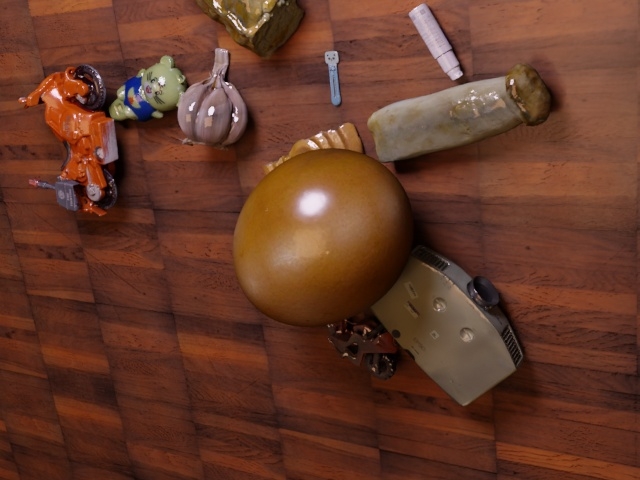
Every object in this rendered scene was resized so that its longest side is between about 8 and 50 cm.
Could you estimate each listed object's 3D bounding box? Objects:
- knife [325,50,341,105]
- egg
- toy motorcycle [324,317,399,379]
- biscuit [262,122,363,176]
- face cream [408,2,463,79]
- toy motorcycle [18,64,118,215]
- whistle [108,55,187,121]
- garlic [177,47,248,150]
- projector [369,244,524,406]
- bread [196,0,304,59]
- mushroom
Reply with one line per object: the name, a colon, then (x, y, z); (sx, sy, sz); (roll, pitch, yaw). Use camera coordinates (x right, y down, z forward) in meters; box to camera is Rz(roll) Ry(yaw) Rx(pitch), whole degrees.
knife: (0.023, -0.286, 1.390); (0.027, 0.010, 0.096); (4, 111, 31)
egg: (0.000, 0.000, 1.325); (0.282, 0.282, 0.351); (48, 131, 7)
toy motorcycle: (0.073, 0.167, 1.498); (0.212, 0.084, 0.118); (42, 133, 17)
biscuit: (-0.008, -0.121, 1.461); (0.224, 0.033, 0.145); (-19, 98, 36)
face cream: (0.188, -0.316, 1.261); (0.034, 0.034, 0.130); (-31, 91, 36)
toy motorcycle: (-0.526, -0.217, 1.672); (0.221, 0.147, 0.326); (14, 117, 29)
whistle: (-0.348, -0.290, 1.571); (0.227, 0.085, 0.105); (-15, 98, 36)
garlic: (-0.193, -0.264, 1.480); (0.131, 0.127, 0.194); (17, 90, -7)
projector: (0.228, 0.139, 1.384); (0.269, 0.088, 0.193); (48, 126, 6)
bread: (-0.163, -0.451, 1.368); (0.267, 0.130, 0.152); (44, 134, 9)
mushroom: (0.218, -0.201, 1.265); (0.312, 0.081, 0.100); (-11, 99, 39)
